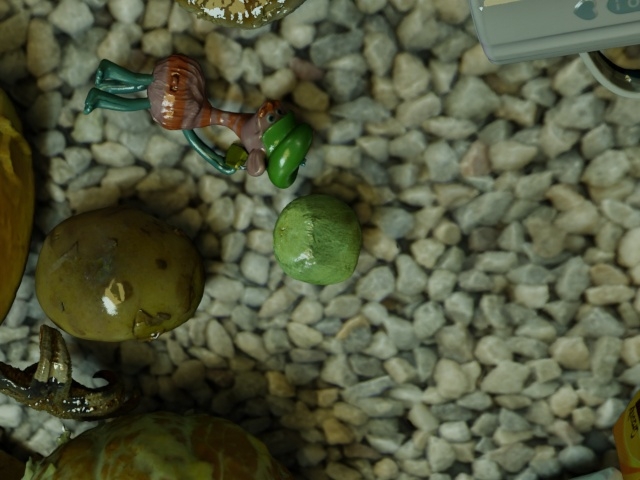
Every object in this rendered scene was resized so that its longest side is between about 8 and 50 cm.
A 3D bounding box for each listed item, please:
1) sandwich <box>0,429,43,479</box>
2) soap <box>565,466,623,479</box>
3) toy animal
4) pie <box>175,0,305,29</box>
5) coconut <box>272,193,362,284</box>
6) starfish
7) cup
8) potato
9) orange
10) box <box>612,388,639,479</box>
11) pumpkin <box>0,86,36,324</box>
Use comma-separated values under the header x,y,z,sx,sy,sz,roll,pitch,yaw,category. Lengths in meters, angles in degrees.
x,y,z,sx,sy,sz,roll,pitch,yaw,category
-0.382,0.289,1.071,0.244,0.088,0.090,36,123,-8,sandwich
0.220,0.329,0.923,0.091,0.145,0.230,40,141,-11,soap
-0.112,-0.109,0.855,0.208,0.100,0.103,18,137,-5,toy animal
-0.083,-0.280,0.798,0.195,0.046,0.195,5,113,11,pie
0.000,0.000,0.876,0.088,0.096,0.087,-2,87,41,coconut
-0.273,0.146,0.964,0.146,0.074,0.190,-3,149,33,starfish
0.221,-0.200,0.706,0.202,0.167,0.221,-9,108,18,cup
-0.203,0.033,0.907,0.176,0.137,0.137,-4,111,10,potato
-0.162,0.324,0.939,0.329,0.249,0.329,-5,124,-8,orange
0.351,0.116,0.813,0.043,0.152,0.269,25,115,1,box
-0.415,-0.018,0.855,0.226,0.256,0.303,11,107,11,pumpkin
